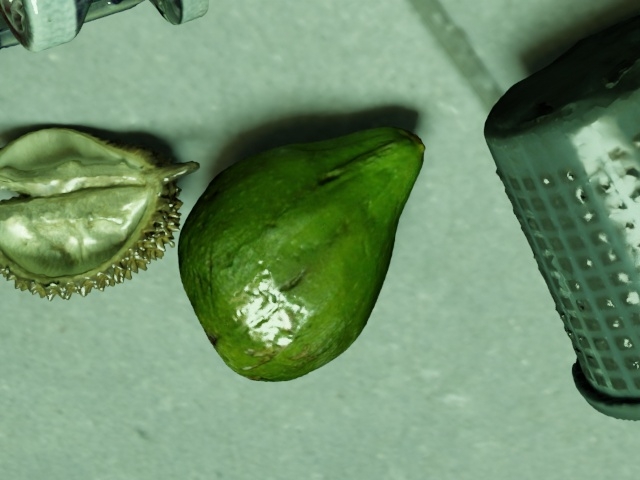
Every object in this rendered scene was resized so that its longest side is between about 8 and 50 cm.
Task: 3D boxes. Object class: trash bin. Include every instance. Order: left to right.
[{"bbox_3d":[0.172,-0.025,0.848,0.175,0.175,0.161,-23,108,28],"label":"trash bin"}]

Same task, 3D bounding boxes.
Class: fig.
[{"bbox_3d":[0.000,0.000,0.929,0.156,0.123,0.123,-31,118,11],"label":"fig"}]

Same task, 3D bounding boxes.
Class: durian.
[{"bbox_3d":[-0.128,-0.016,0.970,0.140,0.110,0.071,-15,159,11],"label":"durian"}]

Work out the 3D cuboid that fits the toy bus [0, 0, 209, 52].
[{"bbox_3d":[-0.105,-0.158,0.728,0.143,0.329,0.153,-21,96,-17],"label":"toy bus"}]
